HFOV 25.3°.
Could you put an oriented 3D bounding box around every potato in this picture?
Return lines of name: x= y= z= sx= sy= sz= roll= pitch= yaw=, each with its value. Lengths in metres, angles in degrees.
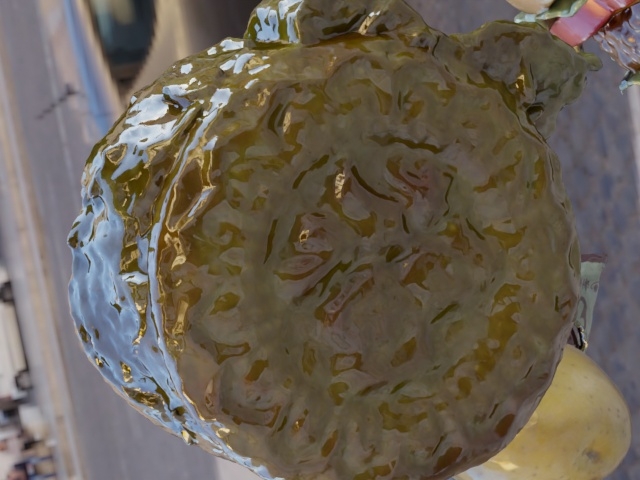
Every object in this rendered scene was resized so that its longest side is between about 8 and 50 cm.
potato: x=0.160 y=0.141 z=1.160 sx=0.146 sy=0.150 sz=0.234 roll=49 pitch=173 yaw=0

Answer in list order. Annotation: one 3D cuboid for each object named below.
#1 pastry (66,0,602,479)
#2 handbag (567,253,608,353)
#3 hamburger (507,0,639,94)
pastry: x=0.000 y=0.000 z=0.690 sx=0.132 sy=0.240 sz=0.235 roll=2 pitch=85 yaw=64
handbag: x=0.274 y=0.117 z=1.810 sx=0.127 sy=0.213 sz=0.235 roll=4 pitch=87 yaw=52
hamburger: x=0.236 y=-0.255 z=1.051 sx=0.274 sy=0.212 sz=0.274 roll=-157 pitch=90 yaw=-82
